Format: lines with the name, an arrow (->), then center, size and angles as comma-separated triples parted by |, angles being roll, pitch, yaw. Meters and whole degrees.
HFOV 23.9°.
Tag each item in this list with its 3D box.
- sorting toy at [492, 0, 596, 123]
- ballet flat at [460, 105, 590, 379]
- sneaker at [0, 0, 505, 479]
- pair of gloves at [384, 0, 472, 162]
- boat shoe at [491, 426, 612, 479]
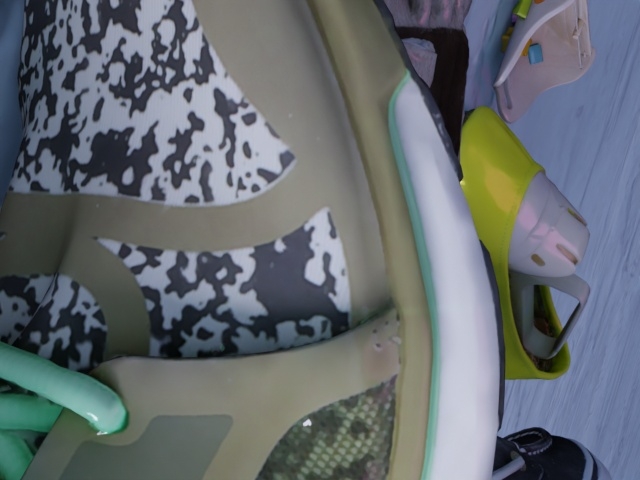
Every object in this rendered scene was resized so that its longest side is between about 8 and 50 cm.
sorting toy -> 0.119, -0.107, 0.850 | 0.075, 0.045, 0.083 | -59, 157, -17
ballet flat -> 0.118, 0.010, 0.875 | 0.077, 0.077, 0.231 | -60, 156, -31
sneaker -> -0.074, 0.096, 0.357 | 0.182, 0.158, 0.410 | 1, 92, -39
pair of gloves -> 0.012, -0.027, 0.564 | 0.240, 0.042, 0.204 | -1, 94, -68
boat shoe -> 0.059, 0.134, 0.743 | 0.119, 0.121, 0.335 | 64, 24, 3
